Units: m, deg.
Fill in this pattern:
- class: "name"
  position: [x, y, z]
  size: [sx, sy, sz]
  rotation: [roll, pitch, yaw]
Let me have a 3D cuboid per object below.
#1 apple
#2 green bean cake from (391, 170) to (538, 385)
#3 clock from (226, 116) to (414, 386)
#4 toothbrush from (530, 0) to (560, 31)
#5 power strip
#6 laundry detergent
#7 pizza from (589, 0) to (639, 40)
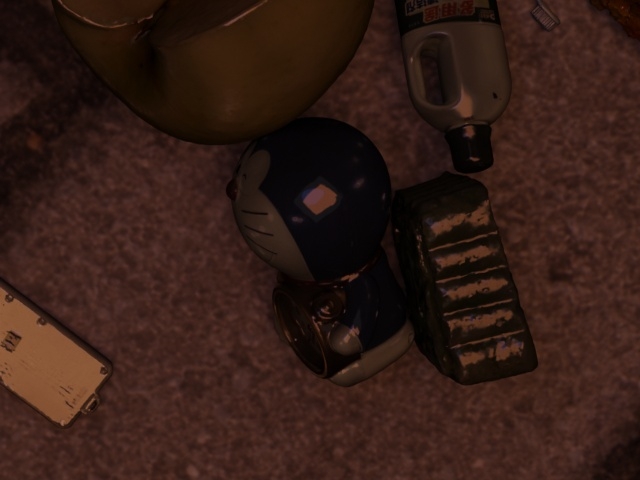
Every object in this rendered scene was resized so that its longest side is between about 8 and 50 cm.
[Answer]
- class: "apple"
  position: [-0.089, -0.224, 1.685]
  size: [0.295, 0.233, 0.258]
  rotation: [32, 60, 24]
- class: "green bean cake"
  position: [0.129, 0.034, 1.771]
  size: [0.094, 0.183, 0.185]
  rotation: [-13, 98, -4]
- class: "clock"
  position: [0.000, 0.000, 1.747]
  size: [0.146, 0.199, 0.243]
  rotation: [-23, 122, -15]
- class: "toothbrush"
  position: [0.163, -0.275, 1.827]
  size: [0.193, 0.013, 0.019]
  rotation: [44, 98, -10]
- class: "power strip"
  position: [-0.290, 0.101, 1.804]
  size: [0.192, 0.035, 0.081]
  rotation: [38, 91, -9]
- class: "laundry detergent"
  position: [0.127, -0.173, 1.771]
  size: [0.099, 0.070, 0.226]
  rotation: [-4, 77, -16]
- class: "pizza"
  position: [0.329, -0.307, 1.808]
  size: [0.161, 0.085, 0.305]
  rotation: [-10, 96, -5]
